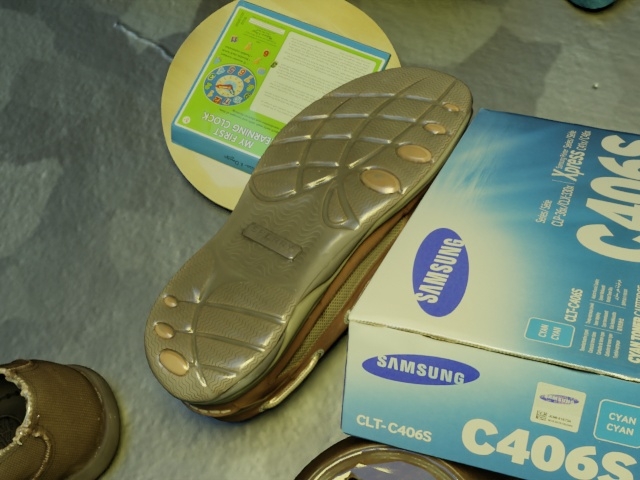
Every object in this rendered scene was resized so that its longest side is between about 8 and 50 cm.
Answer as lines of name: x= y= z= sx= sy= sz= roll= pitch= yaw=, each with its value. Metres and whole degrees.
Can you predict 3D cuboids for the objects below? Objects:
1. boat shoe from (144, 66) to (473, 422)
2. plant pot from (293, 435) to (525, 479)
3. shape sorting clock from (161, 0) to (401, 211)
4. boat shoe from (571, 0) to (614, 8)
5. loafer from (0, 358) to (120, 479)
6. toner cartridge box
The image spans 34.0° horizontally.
boat shoe: x=0.000 y=0.000 z=0.784 sx=0.123 sy=0.116 sz=0.324 roll=34 pitch=71 yaw=29
plant pot: x=0.051 y=0.199 z=0.625 sx=0.215 sy=0.230 sz=0.216 roll=-4 pitch=68 yaw=9
shape sorting clock: x=-0.032 y=-0.116 z=0.876 sx=0.206 sy=0.040 sz=0.206 roll=-2 pitch=71 yaw=5
boat shoe: x=0.188 y=-0.311 z=0.898 sx=0.089 sy=0.109 sz=0.258 roll=-32 pitch=82 yaw=-11
loafer: x=-0.337 y=0.166 z=0.766 sx=0.365 sy=0.130 sz=0.134 roll=-24 pitch=65 yaw=0
toner cartridge box: x=0.142 y=0.014 z=0.654 sx=0.165 sy=0.075 sz=0.348 roll=10 pitch=27 yaw=15
